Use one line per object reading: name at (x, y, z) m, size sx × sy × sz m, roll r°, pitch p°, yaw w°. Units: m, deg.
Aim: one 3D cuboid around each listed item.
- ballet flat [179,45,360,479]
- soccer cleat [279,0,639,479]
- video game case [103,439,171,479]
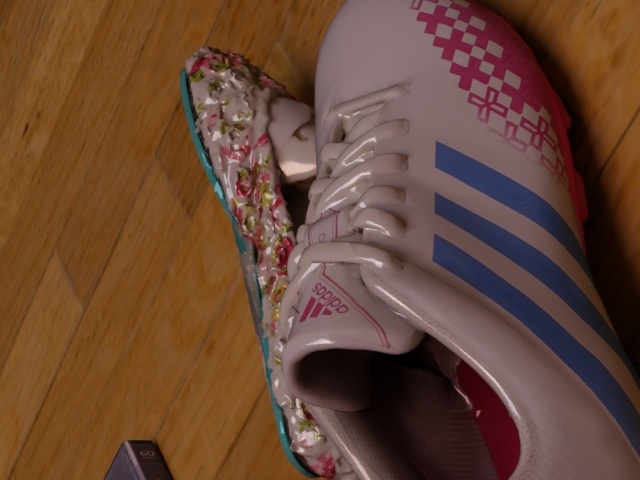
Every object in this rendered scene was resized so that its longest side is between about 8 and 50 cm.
ballet flat at (0.000, 0.000, 0.858) m, size 0.077 × 0.091 × 0.241 m, roll -28°, pitch 65°, yaw 21°
soccer cleat at (0.039, 0.003, 0.720) m, size 0.116 × 0.143 × 0.331 m, roll -55°, pitch 41°, yaw 37°
video game case at (-0.091, 0.275, 0.988) m, size 0.196 × 0.026 × 0.274 m, roll -62°, pitch 39°, yaw 30°
